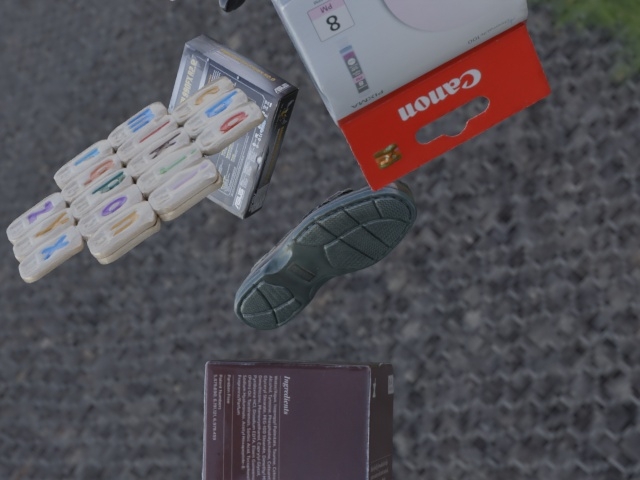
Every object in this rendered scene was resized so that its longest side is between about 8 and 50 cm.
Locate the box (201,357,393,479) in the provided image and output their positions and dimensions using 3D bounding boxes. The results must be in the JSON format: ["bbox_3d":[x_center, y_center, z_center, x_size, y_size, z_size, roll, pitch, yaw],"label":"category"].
[{"bbox_3d":[-0.025,0.228,1.926,0.203,0.168,0.167,1,86,13],"label":"box"}]

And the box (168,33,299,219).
[{"bbox_3d":[-0.148,-0.173,2.445,0.056,0.183,0.231,-34,-31,-50],"label":"box"}]

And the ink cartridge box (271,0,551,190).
[{"bbox_3d":[0.087,-0.157,1.313,0.189,0.232,0.066,-29,32,0],"label":"ink cartridge box"}]

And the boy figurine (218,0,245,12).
[{"bbox_3d":[-0.230,-0.455,2.384,0.092,0.285,0.177,-45,-20,-55],"label":"boy figurine"}]

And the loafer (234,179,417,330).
[{"bbox_3d":[0.000,0.000,1.816,0.267,0.096,0.084,-37,28,29],"label":"loafer"}]

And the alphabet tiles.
[{"bbox_3d":[-0.186,-0.061,1.577,0.278,0.021,0.284,-36,24,-3],"label":"alphabet tiles"}]
